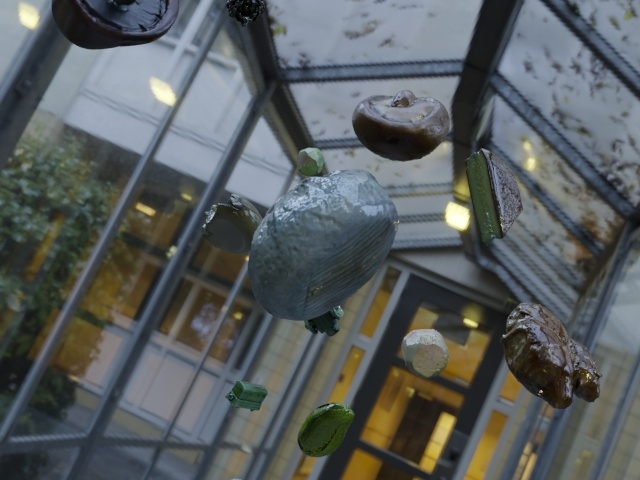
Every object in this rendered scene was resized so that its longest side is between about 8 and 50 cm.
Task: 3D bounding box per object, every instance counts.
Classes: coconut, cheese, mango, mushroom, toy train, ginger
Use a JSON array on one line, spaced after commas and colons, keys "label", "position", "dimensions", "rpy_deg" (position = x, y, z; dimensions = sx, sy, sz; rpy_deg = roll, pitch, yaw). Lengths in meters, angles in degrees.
[{"label": "coconut", "position": [0.266, 0.281, 2.096], "dimensions": [0.116, 0.116, 0.122], "rpy_deg": [26, 7, -5]}, {"label": "cheese", "position": [-0.240, -0.049, 2.296], "dimensions": [0.175, 0.091, 0.202], "rpy_deg": [24, -34, 2]}, {"label": "mango", "position": [0.015, 0.396, 1.753], "dimensions": [0.091, 0.165, 0.074], "rpy_deg": [44, 29, -1]}, {"label": "mushroom", "position": [0.208, -0.297, 2.138], "dimensions": [0.253, 0.253, 0.153], "rpy_deg": [20, -51, 29]}, {"label": "coconut", "position": [-0.029, -0.233, 2.436], "dimensions": [0.083, 0.082, 0.081], "rpy_deg": [37, 20, -1]}, {"label": "toy train", "position": [-0.035, 0.147, 2.398], "dimensions": [0.285, 0.116, 0.177], "rpy_deg": [52, 12, -1]}, {"label": "ginger", "position": [0.608, 0.316, 2.200], "dimensions": [0.274, 0.152, 0.357], "rpy_deg": [41, 23, -1]}, {"label": "toy train", "position": [-0.158, 0.334, 1.782], "dimensions": [0.093, 0.056, 0.038], "rpy_deg": [23, 12, -46]}]

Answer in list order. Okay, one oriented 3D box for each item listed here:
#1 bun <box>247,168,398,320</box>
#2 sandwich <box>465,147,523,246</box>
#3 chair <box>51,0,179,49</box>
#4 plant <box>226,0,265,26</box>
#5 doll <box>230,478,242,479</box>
[{"label": "bun", "position": [0.000, 0.000, 1.681], "dimensions": [0.211, 0.362, 0.362], "rpy_deg": [52, -1, 20]}, {"label": "sandwich", "position": [0.428, -0.105, 2.029], "dimensions": [0.096, 0.258, 0.094], "rpy_deg": [4, -27, -23]}, {"label": "chair", "position": [-0.315, -0.495, 1.428], "dimensions": [0.226, 0.227, 0.401], "rpy_deg": [29, -31, -18]}, {"label": "plant", "position": [-0.186, -0.599, 2.070], "dimensions": [0.092, 0.143, 0.094], "rpy_deg": [-13, -51, 9]}, {"label": "doll", "position": [-0.143, 0.596, 1.328], "dimensions": [0.187, 0.366, 0.376], "rpy_deg": [16, -22, 43]}]
